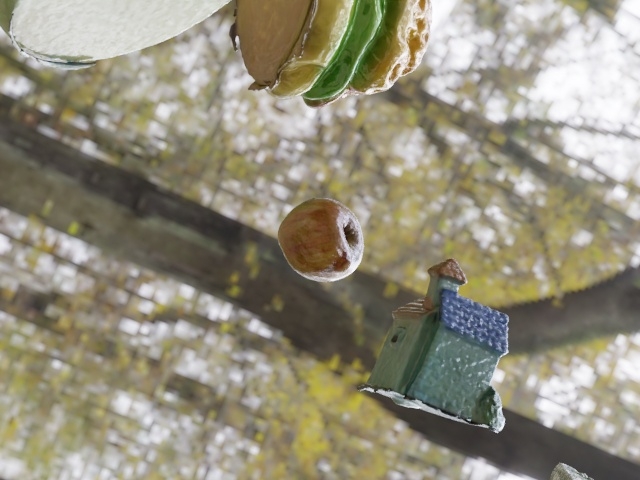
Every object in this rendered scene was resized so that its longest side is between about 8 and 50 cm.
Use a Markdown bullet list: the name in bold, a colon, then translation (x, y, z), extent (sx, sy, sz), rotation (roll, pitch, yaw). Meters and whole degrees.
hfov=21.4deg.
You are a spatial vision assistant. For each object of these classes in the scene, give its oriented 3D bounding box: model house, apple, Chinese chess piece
- **model house**: translation (0.122, 0.095, 1.626), extent (0.148, 0.119, 0.148), rotation (-176, -75, -75)
- **apple**: translation (0.000, 0.000, 1.654), extent (0.071, 0.084, 0.084), rotation (-16, -129, 33)
- **Chinese chess piece**: translation (-0.131, -0.192, 1.101), extent (0.188, 0.188, 0.083), rotation (-39, -112, 43)

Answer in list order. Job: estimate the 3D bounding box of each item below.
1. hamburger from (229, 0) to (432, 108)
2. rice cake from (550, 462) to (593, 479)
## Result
- **hamburger**: translation (0.025, -0.234, 1.554), extent (0.237, 0.149, 0.237), rotation (-172, -90, -67)
- **rice cake**: translation (0.218, 0.266, 1.487), extent (0.211, 0.038, 0.124), rotation (133, -17, -86)
